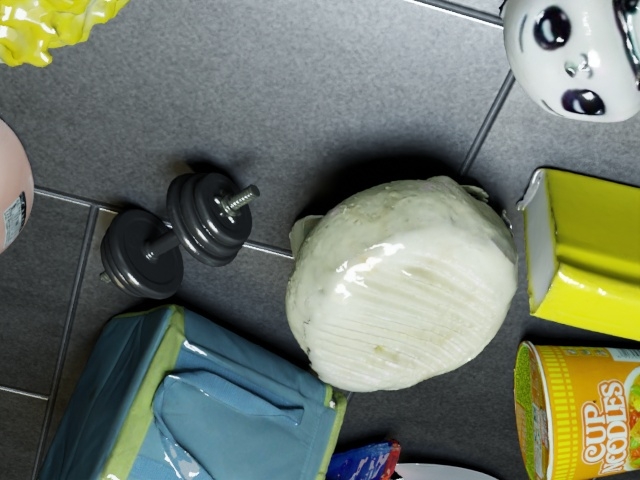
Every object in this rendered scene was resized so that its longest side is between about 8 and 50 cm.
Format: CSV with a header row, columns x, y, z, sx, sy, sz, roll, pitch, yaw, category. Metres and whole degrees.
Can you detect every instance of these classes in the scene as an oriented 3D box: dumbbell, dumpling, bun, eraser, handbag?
x,y,z,sx,sy,sz,roll,pitch,yaw,category
-0.141,-0.004,1.156,0.208,0.099,0.099,-28,125,30,dumbbell
0.000,0.000,1.190,0.059,0.043,0.077,-6,119,-12,dumpling
0.074,0.031,1.134,0.239,0.141,0.239,-13,138,-12,bun
0.304,0.022,1.103,0.226,0.158,0.069,12,131,-7,eraser
-0.140,0.220,1.263,0.241,0.263,0.222,33,150,-24,handbag

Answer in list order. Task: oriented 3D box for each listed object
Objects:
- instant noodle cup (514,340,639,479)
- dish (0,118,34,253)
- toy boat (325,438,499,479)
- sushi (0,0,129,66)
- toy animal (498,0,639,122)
x,y,z,sx,sy,sz,roll,pitch,yaw,category
0.315,0.182,1.268,0.185,0.168,0.168,-3,134,-2,instant noodle cup
-0.389,-0.041,1.148,0.213,0.090,0.213,2,133,2,dish
0.128,0.313,1.461,0.318,0.072,0.219,-7,136,7,toy boat
-0.215,-0.316,0.690,0.240,0.351,0.396,-34,121,31,sushi
0.240,-0.161,0.947,0.179,0.138,0.166,-16,114,13,toy animal
